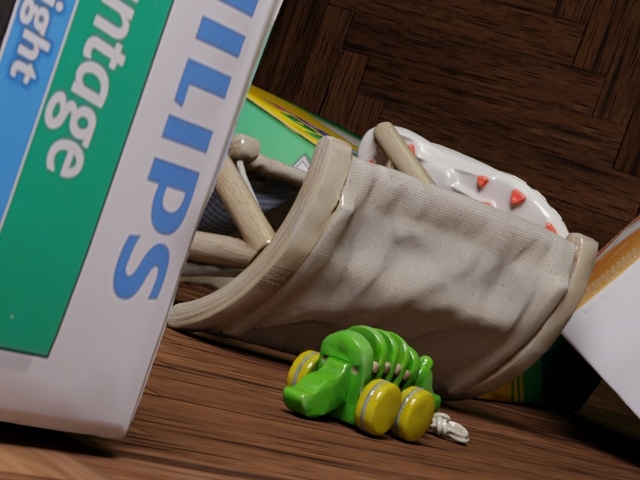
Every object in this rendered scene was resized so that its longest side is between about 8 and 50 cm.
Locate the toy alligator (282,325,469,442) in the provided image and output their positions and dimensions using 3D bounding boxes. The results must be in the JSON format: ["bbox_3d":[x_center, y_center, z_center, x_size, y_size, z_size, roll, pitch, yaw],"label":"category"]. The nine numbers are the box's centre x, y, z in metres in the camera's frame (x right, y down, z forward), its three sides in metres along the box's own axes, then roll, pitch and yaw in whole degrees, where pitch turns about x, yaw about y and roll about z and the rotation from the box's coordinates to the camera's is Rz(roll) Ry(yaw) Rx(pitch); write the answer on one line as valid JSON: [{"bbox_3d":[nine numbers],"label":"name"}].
[{"bbox_3d":[0.039,0.076,0.988,0.056,0.051,0.190,21,2,32],"label":"toy alligator"}]

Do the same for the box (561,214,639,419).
[{"bbox_3d":[0.326,0.035,1.428,0.168,0.215,0.345,48,11,3],"label":"box"}]

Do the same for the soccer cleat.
[{"bbox_3d":[0.117,-0.033,1.408,0.196,0.068,0.076,33,11,21],"label":"soccer cleat"}]

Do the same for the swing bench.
[{"bbox_3d":[0.000,0.000,1.231,0.253,0.165,0.255,19,10,-40],"label":"swing bench"}]

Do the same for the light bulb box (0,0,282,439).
[{"bbox_3d":[-0.258,-0.112,0.587,0.358,0.225,0.361,21,2,38],"label":"light bulb box"}]

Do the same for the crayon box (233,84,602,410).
[{"bbox_3d":[0.066,0.002,1.591,0.363,0.106,0.313,36,7,24],"label":"crayon box"}]
